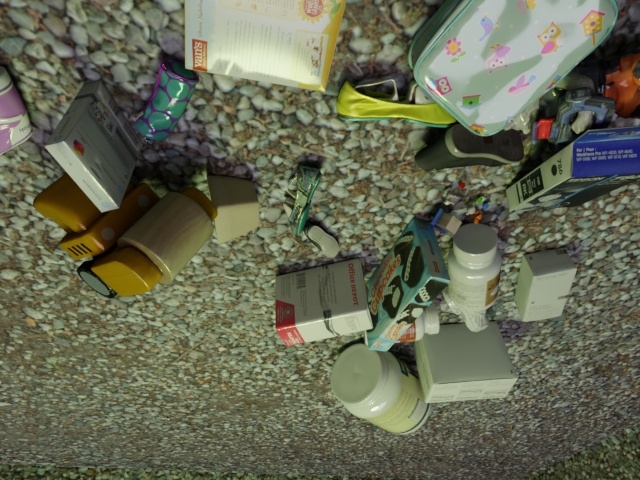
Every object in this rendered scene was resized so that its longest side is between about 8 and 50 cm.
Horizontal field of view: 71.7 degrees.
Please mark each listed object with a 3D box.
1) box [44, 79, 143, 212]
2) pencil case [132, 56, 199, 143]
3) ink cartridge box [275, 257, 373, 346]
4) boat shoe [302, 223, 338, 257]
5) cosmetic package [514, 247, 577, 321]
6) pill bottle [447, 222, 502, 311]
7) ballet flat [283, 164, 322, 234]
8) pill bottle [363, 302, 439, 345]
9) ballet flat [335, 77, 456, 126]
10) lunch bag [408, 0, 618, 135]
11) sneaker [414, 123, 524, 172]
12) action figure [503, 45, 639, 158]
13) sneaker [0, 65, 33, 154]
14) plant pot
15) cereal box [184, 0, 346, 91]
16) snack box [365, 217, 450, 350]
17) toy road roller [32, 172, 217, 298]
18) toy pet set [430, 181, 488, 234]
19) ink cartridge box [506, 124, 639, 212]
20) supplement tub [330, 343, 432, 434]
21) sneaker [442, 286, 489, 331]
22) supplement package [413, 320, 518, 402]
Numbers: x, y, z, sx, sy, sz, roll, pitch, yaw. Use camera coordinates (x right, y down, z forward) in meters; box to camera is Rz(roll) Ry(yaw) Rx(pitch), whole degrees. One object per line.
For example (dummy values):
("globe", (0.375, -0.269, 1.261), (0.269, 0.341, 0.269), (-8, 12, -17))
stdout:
("box", (-0.379, -0.164, 0.766), (0.038, 0.186, 0.145), (-12, 137, 8))
("pencil case", (-0.274, -0.244, 0.780), (0.070, 0.064, 0.151), (8, 139, -42))
("ink cartridge box", (0.007, 0.160, 1.164), (0.237, 0.172, 0.100), (-13, 137, 8))
("boat shoe", (0.000, 0.000, 1.090), (0.125, 0.038, 0.046), (39, 80, -43))
("cosmetic package", (0.632, 0.131, 1.260), (0.117, 0.086, 0.231), (-12, 138, 7))
("pill bottle", (0.392, 0.069, 1.134), (0.131, 0.131, 0.229), (-11, 137, 7))
("ballet flat", (-0.048, -0.092, 0.980), (0.070, 0.070, 0.188), (9, 134, -15))
("pill bottle", (0.232, 0.241, 1.310), (0.216, 0.121, 0.121), (-6, 137, 2))
("ballet flat", (0.144, -0.254, 0.810), (0.230, 0.077, 0.077), (3, 120, -6))
("lunch bag", (0.291, -0.329, 0.706), (0.224, 0.108, 0.279), (32, 124, -20))
("sneaker", (0.305, -0.186, 0.906), (0.222, 0.083, 0.118), (0, 171, -29))
("action figure", (0.505, -0.256, 0.822), (0.330, 0.179, 0.341), (-9, 166, 13))
("sneaker", (-0.655, -0.205, 0.762), (0.282, 0.102, 0.161), (-1, 140, -4))
("plant pot", (-0.184, -0.072, 0.951), (0.096, 0.109, 0.109), (-9, 138, -13))
("cereal box", (-0.092, -0.342, 0.705), (0.240, 0.047, 0.173), (6, 136, -12))
("snack box", (0.200, 0.120, 1.130), (0.060, 0.187, 0.322), (12, 134, -17))
("toy road roller", (-0.388, -0.038, 0.851), (0.329, 0.202, 0.241), (-9, 127, 43))
("toy pet set", (0.315, -0.071, 1.046), (0.122, 0.065, 0.114), (30, 92, -36))
("ink cartridge box", (0.510, -0.127, 0.866), (0.165, 0.065, 0.333), (-5, 169, 1))
("supplement tub", (0.209, 0.504, 1.509), (0.235, 0.235, 0.325), (-30, 132, 24))
("sneaker", (0.460, 0.192, 1.308), (0.115, 0.090, 0.232), (-33, 131, 23))
("supplement package", (0.456, 0.391, 1.433), (0.261, 0.204, 0.145), (-3, 138, -2))
